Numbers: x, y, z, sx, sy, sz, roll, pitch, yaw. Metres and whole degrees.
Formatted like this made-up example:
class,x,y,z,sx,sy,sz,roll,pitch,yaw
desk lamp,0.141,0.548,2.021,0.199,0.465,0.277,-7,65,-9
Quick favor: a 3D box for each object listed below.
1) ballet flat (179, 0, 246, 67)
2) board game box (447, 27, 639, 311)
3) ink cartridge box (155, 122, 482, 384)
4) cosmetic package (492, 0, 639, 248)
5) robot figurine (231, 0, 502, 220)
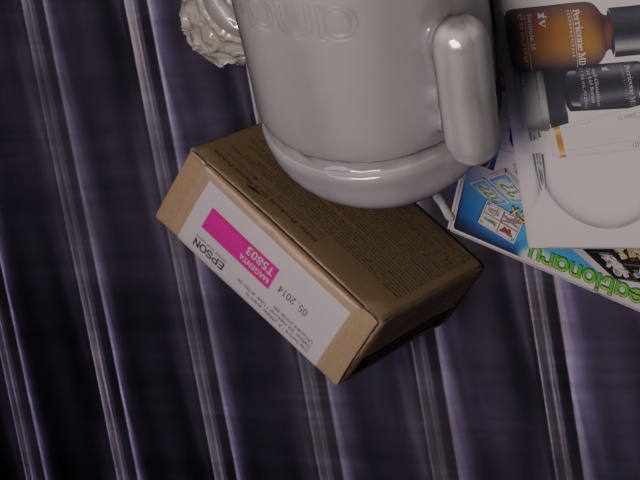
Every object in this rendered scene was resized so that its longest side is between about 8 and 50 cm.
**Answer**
class,x,y,z,sx,sy,sz,roll,pitch,yaw
ballet flat,-0.007,-0.267,1.744,0.409,0.147,0.147,-27,89,37
board game box,0.266,-0.045,1.679,0.305,0.053,0.193,24,116,26
ink cartridge box,0.000,0.000,1.786,0.235,0.193,0.088,43,124,16
cosmetic package,0.265,-0.183,1.517,0.284,0.097,0.377,-1,102,45
robot figurine,0.036,-0.169,1.582,0.300,0.200,0.353,42,154,44
